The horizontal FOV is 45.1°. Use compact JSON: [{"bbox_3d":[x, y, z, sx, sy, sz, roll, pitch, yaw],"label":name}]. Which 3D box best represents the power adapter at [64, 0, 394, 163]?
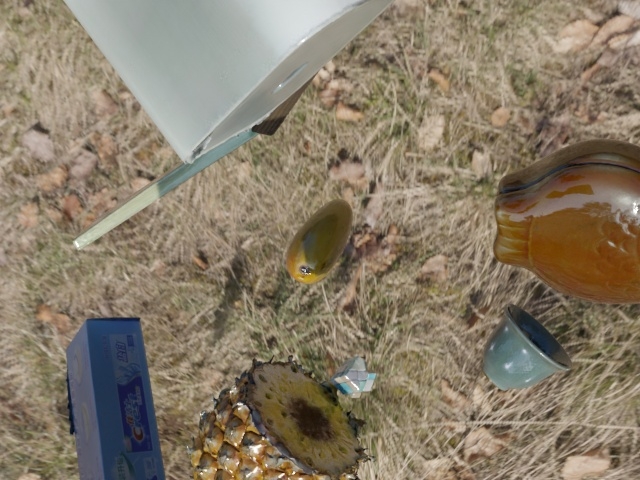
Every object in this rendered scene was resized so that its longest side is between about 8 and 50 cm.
[{"bbox_3d":[-0.091,-0.203,0.493,0.255,0.187,0.124,54,48,-3],"label":"power adapter"}]

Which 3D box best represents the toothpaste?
[{"bbox_3d":[-0.146,0.193,0.579,0.053,0.066,0.272,5,56,-35],"label":"toothpaste"}]

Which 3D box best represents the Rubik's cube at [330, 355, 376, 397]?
[{"bbox_3d":[0.076,0.285,1.602,0.084,0.075,0.073,-44,97,-20],"label":"Rubik's cube"}]

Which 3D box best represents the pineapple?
[{"bbox_3d":[-0.093,0.435,1.570,0.352,0.352,0.300,46,121,17],"label":"pineapple"}]

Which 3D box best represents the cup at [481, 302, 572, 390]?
[{"bbox_3d":[0.443,0.262,1.747,0.199,0.199,0.150,48,110,18],"label":"cup"}]

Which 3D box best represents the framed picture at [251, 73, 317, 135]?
[{"bbox_3d":[-0.030,-0.195,0.671,0.023,0.128,0.168,10,59,-25],"label":"framed picture"}]

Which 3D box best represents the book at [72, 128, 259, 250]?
[{"bbox_3d":[-0.197,-0.086,1.038,0.283,0.215,0.025,-34,103,-2],"label":"book"}]

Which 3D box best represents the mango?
[{"bbox_3d":[0.000,0.000,1.763,0.113,0.138,0.253,31,53,1],"label":"mango"}]

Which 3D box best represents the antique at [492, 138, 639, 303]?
[{"bbox_3d":[0.362,-0.025,0.982,0.278,0.223,0.129,2,42,22],"label":"antique"}]
